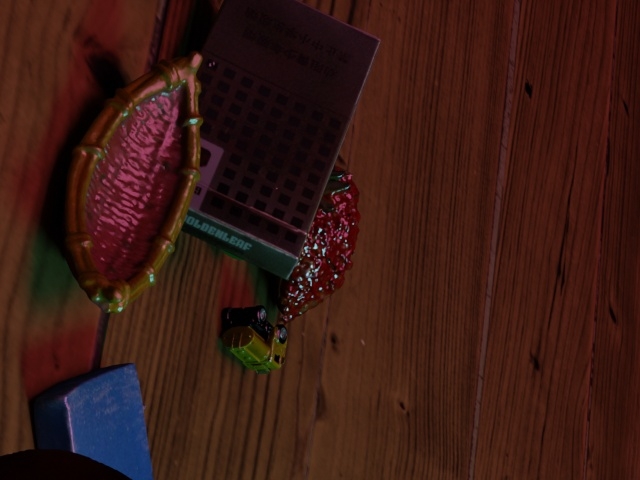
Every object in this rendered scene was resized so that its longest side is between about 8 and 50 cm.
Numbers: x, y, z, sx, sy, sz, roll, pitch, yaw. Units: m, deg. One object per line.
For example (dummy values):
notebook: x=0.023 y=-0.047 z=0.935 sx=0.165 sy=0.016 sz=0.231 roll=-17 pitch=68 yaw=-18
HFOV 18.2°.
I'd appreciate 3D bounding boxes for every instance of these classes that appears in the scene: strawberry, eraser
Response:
strawberry: x=0.001 y=-0.003 z=2.277 sx=0.140 sy=0.085 sz=0.192 roll=109 pitch=-9 yaw=-68
eraser: x=-0.202 y=0.281 z=1.893 sx=0.144 sy=0.042 sz=0.312 roll=-22 pitch=105 yaw=-64

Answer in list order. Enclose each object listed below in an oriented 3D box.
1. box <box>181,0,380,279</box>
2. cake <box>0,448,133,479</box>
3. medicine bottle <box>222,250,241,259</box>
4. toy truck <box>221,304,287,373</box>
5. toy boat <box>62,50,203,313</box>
box: x=-0.063 y=-0.127 z=2.111 sx=0.047 sy=0.180 sz=0.325 roll=-56 pitch=-169 yaw=53
cake: x=-0.236 y=0.297 z=1.655 sx=0.185 sy=0.207 sz=0.178 roll=-62 pitch=167 yaw=-52
medicine bottle: x=-0.053 y=-0.108 z=2.252 sx=0.111 sy=0.076 sz=0.309 roll=65 pitch=31 yaw=-43
toy truck: x=-0.072 y=0.110 z=2.203 sx=0.083 sy=0.049 sz=0.054 roll=46 pitch=46 yaw=-53
toy boat: x=-0.181 y=-0.050 z=1.922 sx=0.141 sy=0.099 sz=0.318 roll=42 pitch=45 yaw=-29
